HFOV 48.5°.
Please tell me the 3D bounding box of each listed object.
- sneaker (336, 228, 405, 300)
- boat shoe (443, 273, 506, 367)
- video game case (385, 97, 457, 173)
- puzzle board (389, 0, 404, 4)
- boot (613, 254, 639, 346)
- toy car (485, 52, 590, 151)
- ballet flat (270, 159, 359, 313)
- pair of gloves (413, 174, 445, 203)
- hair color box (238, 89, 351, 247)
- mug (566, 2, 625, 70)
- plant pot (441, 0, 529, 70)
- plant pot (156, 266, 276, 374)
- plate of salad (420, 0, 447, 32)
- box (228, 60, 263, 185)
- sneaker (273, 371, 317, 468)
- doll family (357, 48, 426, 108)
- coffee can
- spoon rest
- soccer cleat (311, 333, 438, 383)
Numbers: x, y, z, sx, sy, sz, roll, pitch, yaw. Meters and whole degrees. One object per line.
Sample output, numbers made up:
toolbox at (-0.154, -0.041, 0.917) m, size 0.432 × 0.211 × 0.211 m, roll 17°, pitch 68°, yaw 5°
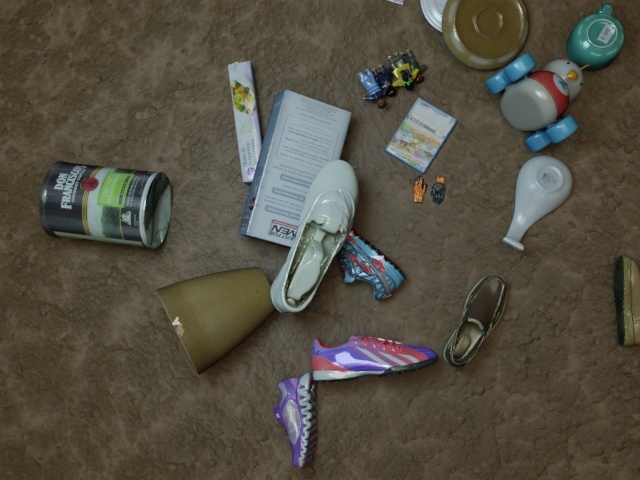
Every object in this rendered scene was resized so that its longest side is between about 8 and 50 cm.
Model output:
sneaker at (0.085, 0.051, 1.808) m, size 0.262 × 0.104 × 0.125 m, roll 40°, pitch 93°, yaw 8°
boat shoe at (0.393, 0.202, 1.762) m, size 0.095 × 0.095 × 0.257 m, roll 25°, pitch 88°, yaw 8°
video game case at (0.263, -0.275, 1.858) m, size 0.119 × 0.015 × 0.166 m, roll 32°, pitch 89°, yaw 7°
puzzle board at (0.196, -0.705, 1.904) m, size 0.097 × 0.011 × 0.128 m, roll 19°, pitch 88°, yaw 8°
boot at (0.862, 0.146, 1.724) m, size 0.270 × 0.089 × 0.235 m, roll -3°, pitch 95°, yaw 6°
toy car at (0.579, -0.381, 1.750) m, size 0.238 × 0.210 × 0.219 m, roll -36°, pitch 93°, yaw -10°
ballet flat at (0.000, 0.000, 1.701) m, size 0.139 × 0.139 × 0.400 m, roll 24°, pitch 92°, yaw 8°
pair of gloves at (0.282, -0.132, 1.847) m, size 0.083 × 0.010 × 0.074 m, roll 5°, pitch 85°, yaw 4°
hair color box at (-0.066, -0.170, 1.806) m, size 0.186 × 0.114 × 0.374 m, roll 16°, pitch 86°, yaw -18°
mug at (0.692, -0.516, 1.788) m, size 0.130 × 0.097 × 0.157 m, roll -15°, pitch 84°, yaw 5°
plant pot at (0.429, -0.558, 1.823) m, size 0.237 × 0.032 × 0.236 m, roll 0°, pitch 93°, yaw -8°
plant pot at (-0.244, 0.175, 1.791) m, size 0.255 × 0.237 × 0.237 m, roll -25°, pitch 83°, yaw -12°
plate of salad at (0.358, -0.628, 1.860) m, size 0.200 × 0.048 × 0.199 m, roll 0°, pitch 86°, yaw -3°
box at (-0.191, -0.311, 1.888) m, size 0.063 × 0.067 × 0.323 m, roll -9°, pitch 85°, yaw 6°
sneaker at (-0.067, 0.454, 1.802) m, size 0.105 × 0.095 × 0.236 m, roll -2°, pitch 80°, yaw 13°
doll family at (0.188, -0.417, 1.854) m, size 0.193 × 0.076 × 0.111 m, roll -28°, pitch 87°, yaw 8°
coffee can at (-0.550, -0.092, 1.843) m, size 0.276 × 0.201 × 0.201 m, roll 6°, pitch 86°, yaw 6°
spoon rest at (0.535, -0.093, 1.791) m, size 0.137 × 0.084 × 0.276 m, roll 31°, pitch 76°, yaw 7°
soccer cleat at (0.132, 0.286, 1.784) m, size 0.319 × 0.108 × 0.116 m, roll -8°, pitch 80°, yaw 8°
